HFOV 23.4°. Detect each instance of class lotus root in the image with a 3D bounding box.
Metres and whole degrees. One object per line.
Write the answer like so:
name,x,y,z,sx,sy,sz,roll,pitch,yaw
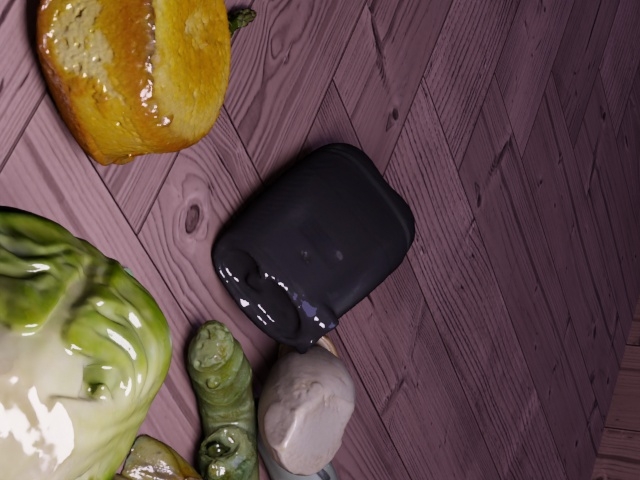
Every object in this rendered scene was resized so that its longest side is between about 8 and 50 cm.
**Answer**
lotus root,-0.188,0.336,1.865,0.203,0.078,0.183,47,52,-55

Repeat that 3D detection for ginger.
ginger,-0.120,0.238,1.965,0.137,0.089,0.290,-23,115,-66

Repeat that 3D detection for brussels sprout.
brussels sprout,-0.291,0.121,1.341,0.281,0.289,0.354,-56,-164,6

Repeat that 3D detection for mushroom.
mushroom,-0.019,0.205,2.034,0.350,0.128,0.128,-86,175,-77

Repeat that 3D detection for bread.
bread,-0.196,-0.212,1.681,0.268,0.146,0.268,4,90,-68

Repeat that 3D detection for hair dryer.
hair dryer,-0.083,0.340,2.103,0.267,0.092,0.229,-44,125,-41

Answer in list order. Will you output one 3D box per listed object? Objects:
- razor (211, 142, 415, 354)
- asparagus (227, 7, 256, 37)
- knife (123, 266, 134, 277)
razor,0.001,-0.001,2.094,0.204,0.113,0.349,48,36,-2
asparagus,-0.114,-0.262,1.920,0.236,0.034,0.027,-68,153,-70
knife,-0.247,0.174,1.778,0.043,0.020,0.293,31,66,-60
